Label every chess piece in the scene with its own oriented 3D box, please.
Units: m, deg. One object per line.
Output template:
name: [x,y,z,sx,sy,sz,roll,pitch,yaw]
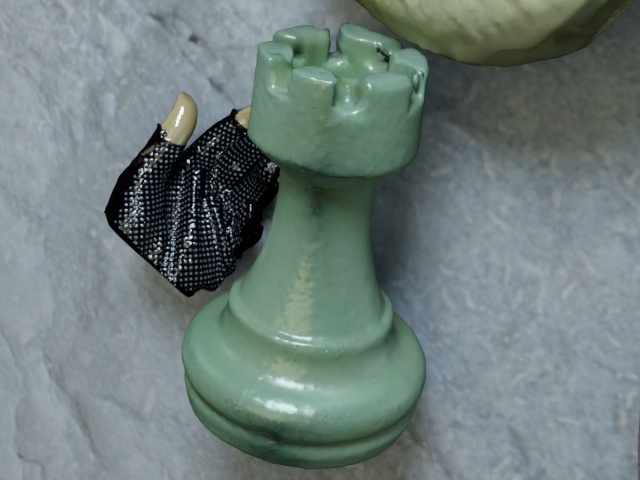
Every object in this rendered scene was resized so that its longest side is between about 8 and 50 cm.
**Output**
chess piece: [0.000,0.000,0.803,0.194,0.194,0.299,21,122,22]

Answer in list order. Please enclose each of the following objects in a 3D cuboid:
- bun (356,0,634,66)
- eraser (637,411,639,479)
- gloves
bun: [0.132,-0.302,0.685,0.364,0.202,0.364,26,134,31]
eraser: [0.363,0.249,0.737,0.272,0.122,0.359,1,102,27]
gloves: [-0.090,-0.052,0.934,0.129,0.106,0.181,44,88,11]
